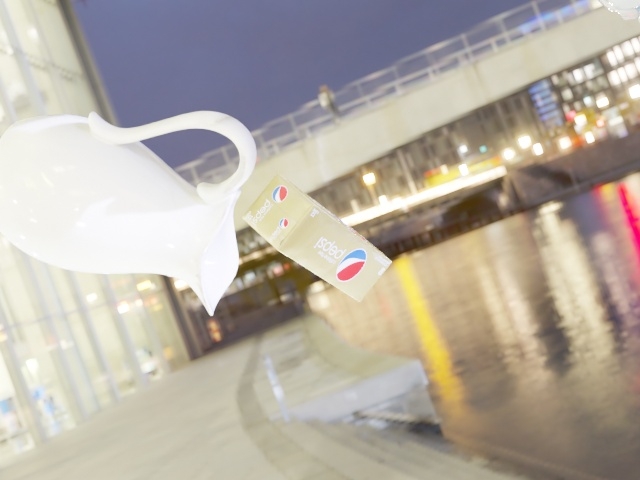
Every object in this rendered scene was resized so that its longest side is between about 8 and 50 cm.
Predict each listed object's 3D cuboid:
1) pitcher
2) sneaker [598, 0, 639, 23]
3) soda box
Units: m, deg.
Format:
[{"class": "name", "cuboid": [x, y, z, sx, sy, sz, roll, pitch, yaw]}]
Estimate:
[{"class": "pitcher", "cuboid": [-0.160, -0.048, 0.949, 0.207, 0.178, 0.125, 20, 30, 4]}, {"class": "sneaker", "cuboid": [0.124, -0.241, 0.635, 0.105, 0.281, 0.115, -16, -16, 8]}, {"class": "soda box", "cuboid": [0.000, 0.000, 1.172, 0.058, 0.061, 0.181, -51, -34, 3]}]
